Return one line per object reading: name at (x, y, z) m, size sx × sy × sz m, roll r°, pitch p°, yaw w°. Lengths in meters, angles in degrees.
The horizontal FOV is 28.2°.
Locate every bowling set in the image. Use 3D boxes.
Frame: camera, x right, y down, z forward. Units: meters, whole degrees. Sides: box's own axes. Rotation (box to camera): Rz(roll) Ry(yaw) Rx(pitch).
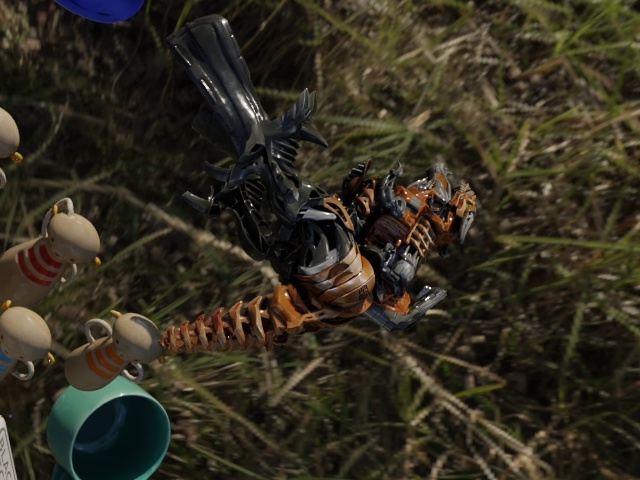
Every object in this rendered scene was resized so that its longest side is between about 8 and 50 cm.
bowling set at (-0.276, 0.052, 1.070) m, size 0.287 × 0.154 × 0.200 m, roll 49°, pitch 44°, yaw -10°

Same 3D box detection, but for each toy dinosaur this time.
toy dinosaur at (0.000, 0.000, 1.130) m, size 0.218 × 0.164 × 0.322 m, roll 55°, pitch 39°, yaw 5°

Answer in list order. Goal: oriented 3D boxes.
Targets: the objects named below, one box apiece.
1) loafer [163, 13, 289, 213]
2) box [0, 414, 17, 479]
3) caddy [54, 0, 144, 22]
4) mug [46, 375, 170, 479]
loafer at (-0.094, -0.125, 1.327) m, size 0.078 × 0.076 × 0.223 m, roll -23°, pitch 83°, yaw 2°
box at (-0.343, 0.244, 0.922) m, size 0.169 × 0.290 × 0.087 m, roll -3°, pitch 117°, yaw 7°
caddy at (-0.199, -0.372, 1.172) m, size 0.241 × 0.341 × 0.179 m, roll -21°, pitch 48°, yaw 5°
mug at (-0.268, 0.229, 1.504) m, size 0.158 × 0.097 × 0.129 m, roll -28°, pitch 121°, yaw -25°
